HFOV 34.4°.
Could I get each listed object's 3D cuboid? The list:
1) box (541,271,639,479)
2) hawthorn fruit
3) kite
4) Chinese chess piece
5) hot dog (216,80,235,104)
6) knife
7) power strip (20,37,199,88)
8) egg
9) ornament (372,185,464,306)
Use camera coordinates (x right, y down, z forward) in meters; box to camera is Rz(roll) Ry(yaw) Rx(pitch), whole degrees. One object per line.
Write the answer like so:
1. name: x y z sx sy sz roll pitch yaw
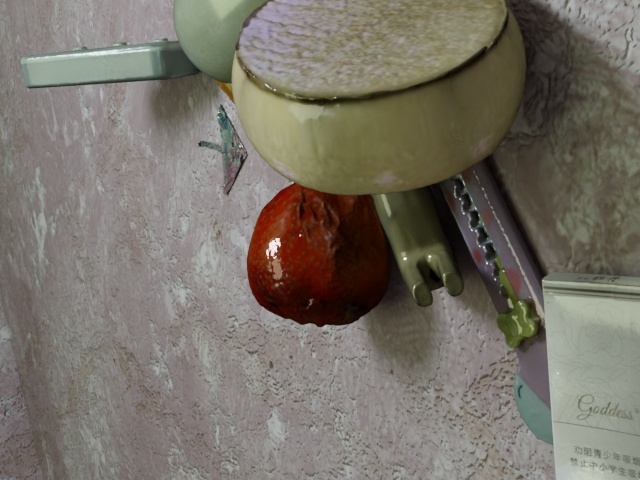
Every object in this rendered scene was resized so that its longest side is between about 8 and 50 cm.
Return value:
1. box: 0.254 0.129 0.908 0.109 0.029 0.198 3 103 42
2. hawthorn fruit: 0.003 0.015 1.198 0.173 0.173 0.179 21 78 55
3. kite: -0.148 -0.136 1.552 0.156 0.011 0.139 21 114 55
4. Chinese chess piece: 0.053 -0.156 0.952 0.270 0.270 0.112 43 152 46
5. hot dog: -0.085 -0.187 1.334 0.188 0.055 0.072 50 -178 -2
6. knife: 0.171 0.009 1.029 0.132 0.038 0.399 -45 59 51
7. power strip: -0.308 -0.278 1.605 0.265 0.193 0.059 -1 102 22
8. egg: -0.068 -0.282 1.205 0.217 0.183 0.183 -18 83 55
9. ornament: 0.081 -0.059 1.085 0.245 0.061 0.230 -78 -34 -83
